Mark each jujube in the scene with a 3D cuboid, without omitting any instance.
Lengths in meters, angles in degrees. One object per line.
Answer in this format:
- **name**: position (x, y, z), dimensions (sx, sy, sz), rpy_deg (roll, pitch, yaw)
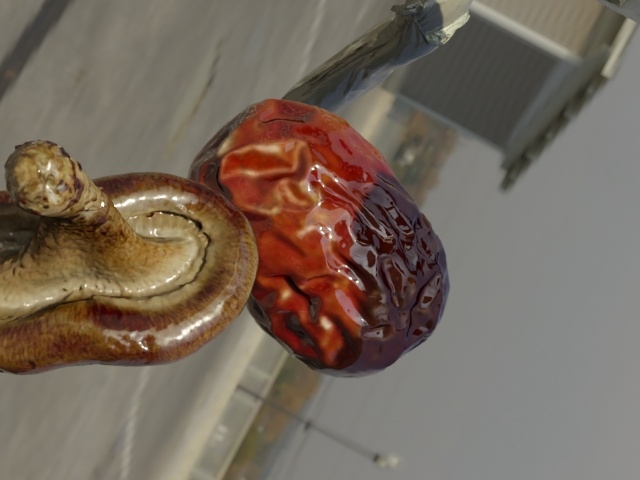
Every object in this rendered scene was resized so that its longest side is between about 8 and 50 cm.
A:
- **jujube**: position (0.000, 0.000, 1.211), dimensions (0.174, 0.250, 0.174), rpy_deg (-40, -167, 11)

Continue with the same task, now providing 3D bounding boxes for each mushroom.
- **mushroom**: position (-0.145, -0.003, 0.919), dimensions (0.217, 0.227, 0.148), rpy_deg (108, -32, -66)

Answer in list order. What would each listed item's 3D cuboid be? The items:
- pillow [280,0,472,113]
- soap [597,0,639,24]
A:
- **pillow**: position (0.062, -0.194, 1.479), dimensions (0.255, 0.059, 0.169), rpy_deg (-32, -173, 41)
- **soap**: position (0.225, -0.232, 1.065), dimensions (0.095, 0.289, 0.173), rpy_deg (-61, 179, 3)
